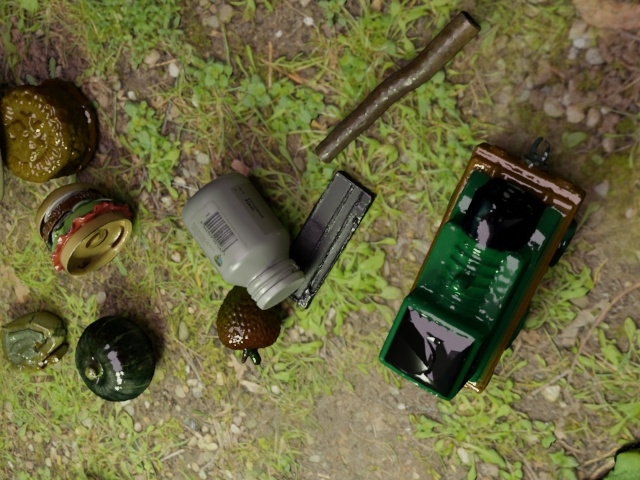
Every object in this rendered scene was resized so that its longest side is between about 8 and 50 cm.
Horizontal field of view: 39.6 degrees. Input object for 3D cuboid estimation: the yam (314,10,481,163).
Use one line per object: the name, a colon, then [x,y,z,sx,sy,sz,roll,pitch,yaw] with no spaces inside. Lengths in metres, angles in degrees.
yam: [0.113,-0.229,1.372,0.045,0.045,0.327,37,122,-22]

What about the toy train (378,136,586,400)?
toy train: [0.218,0.054,1.272,0.178,0.249,0.429,29,114,18]

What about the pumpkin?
pumpkin: [-0.390,0.225,1.689,0.167,0.125,0.167,-2,85,24]

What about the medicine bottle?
medicine bottle: [-0.123,0.005,1.487,0.135,0.135,0.215,-42,78,28]

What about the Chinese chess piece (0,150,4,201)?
Chinese chess piece: [-0.683,-0.180,1.684,0.273,0.102,0.273,30,127,51]

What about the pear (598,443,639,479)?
pear: [0.446,0.439,1.263,0.159,0.292,0.292,37,116,3]

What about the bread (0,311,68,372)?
bread: [-0.585,0.208,1.816,0.156,0.064,0.117,-21,94,30]

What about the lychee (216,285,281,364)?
lychee: [-0.125,0.144,1.546,0.114,0.114,0.146,-4,83,27]

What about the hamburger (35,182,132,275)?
hamburger: [-0.445,-0.029,1.634,0.137,0.175,0.175,43,117,18]

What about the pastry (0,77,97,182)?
pastry: [-0.512,-0.204,1.653,0.188,0.103,0.189,7,105,24]

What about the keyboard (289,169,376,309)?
keyboard: [0.000,0.000,1.500,0.087,0.017,0.250,37,116,13]
